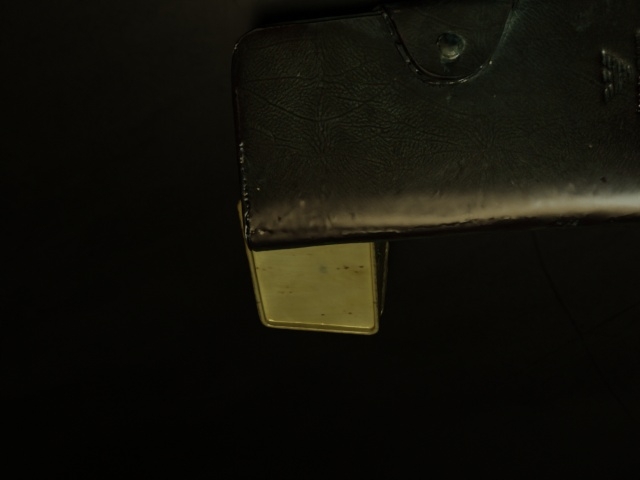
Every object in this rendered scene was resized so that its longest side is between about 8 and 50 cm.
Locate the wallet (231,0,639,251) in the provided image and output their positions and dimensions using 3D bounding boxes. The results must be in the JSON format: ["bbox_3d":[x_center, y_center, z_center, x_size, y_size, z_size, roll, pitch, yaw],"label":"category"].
[{"bbox_3d":[0.093,-0.084,0.562,0.318,0.045,0.172,-3,94,14],"label":"wallet"}]

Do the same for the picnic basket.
[{"bbox_3d":[0.000,0.000,0.693,0.115,0.079,0.164,4,131,9],"label":"picnic basket"}]
